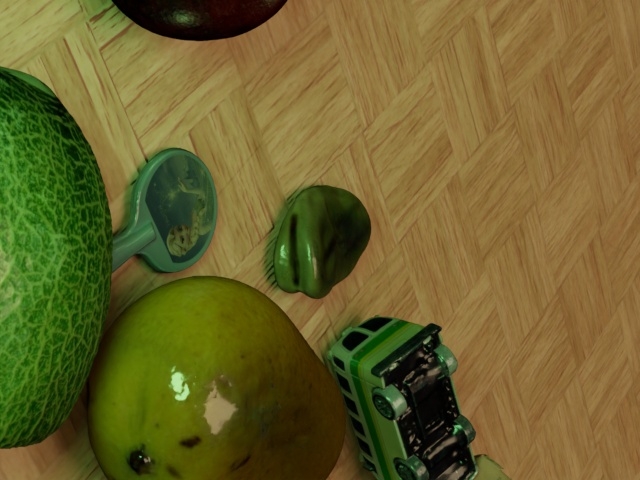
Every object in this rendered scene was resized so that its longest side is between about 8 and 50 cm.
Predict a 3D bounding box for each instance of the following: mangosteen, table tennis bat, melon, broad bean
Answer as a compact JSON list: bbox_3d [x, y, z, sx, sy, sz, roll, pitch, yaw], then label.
[{"bbox_3d":[-0.138,-0.347,1.448,0.261,0.235,0.235,73,38,-59],"label":"mangosteen"},{"bbox_3d":[-0.197,-0.019,1.592,0.237,0.038,0.149,-39,125,-48],"label":"table tennis bat"},{"bbox_3d":[-0.343,0.002,1.276,0.331,0.226,0.344,17,94,-36],"label":"melon"},{"bbox_3d":[0.003,0.000,1.850,0.207,0.072,0.153,-48,134,-54],"label":"broad bean"}]

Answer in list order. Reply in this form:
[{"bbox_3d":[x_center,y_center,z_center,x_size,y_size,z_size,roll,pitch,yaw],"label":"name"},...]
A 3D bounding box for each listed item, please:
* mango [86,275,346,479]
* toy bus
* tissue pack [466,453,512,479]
[{"bbox_3d":[-0.107,0.201,1.607,0.445,0.220,0.301,20,72,-63],"label":"mango"},{"bbox_3d":[0.118,0.248,1.951,0.133,0.164,0.276,-34,123,-29],"label":"toy bus"},{"bbox_3d":[0.152,0.473,2.023,0.305,0.238,0.239,-51,133,-36],"label":"tissue pack"}]
